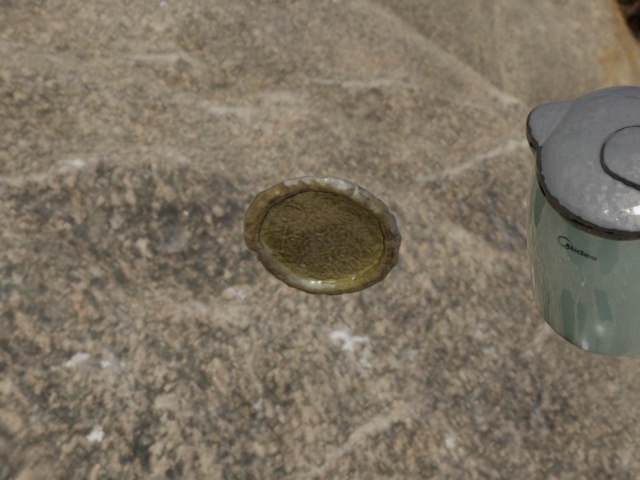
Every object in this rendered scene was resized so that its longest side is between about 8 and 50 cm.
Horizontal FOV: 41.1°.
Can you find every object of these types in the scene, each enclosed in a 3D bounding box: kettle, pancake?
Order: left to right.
[{"bbox_3d":[0.000,-0.001,1.004,0.199,0.199,0.021,31,43,-19],"label":"pancake"},{"bbox_3d":[0.276,-0.004,0.712,0.221,0.161,0.236,34,-14,30],"label":"kettle"}]
